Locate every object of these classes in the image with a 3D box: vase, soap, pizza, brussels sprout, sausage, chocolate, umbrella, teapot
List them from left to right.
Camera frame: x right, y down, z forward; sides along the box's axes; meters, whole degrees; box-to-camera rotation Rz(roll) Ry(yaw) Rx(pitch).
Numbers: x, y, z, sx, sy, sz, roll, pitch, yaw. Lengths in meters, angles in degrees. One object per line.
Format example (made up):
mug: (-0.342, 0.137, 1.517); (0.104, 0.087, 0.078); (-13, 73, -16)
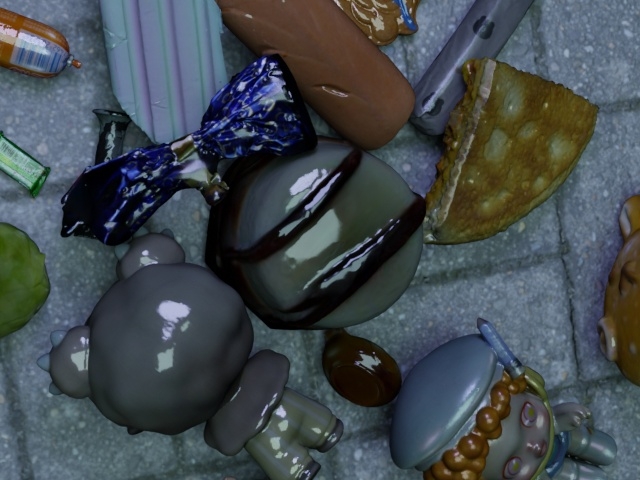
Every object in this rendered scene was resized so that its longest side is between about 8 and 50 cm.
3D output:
brussels sprout: (-0.407, 0.052, 1.286); (0.149, 0.122, 0.151); (3, 91, -12)
sausage: (-0.409, -0.256, 1.299); (0.234, 0.071, 0.071); (19, 87, -14)
vase: (-0.275, -0.083, 1.348); (0.059, 0.059, 0.167); (8, 90, -15)
soap: (-0.195, -0.238, 1.311); (0.145, 0.091, 0.230); (-9, 122, -12)
chocolate: (-0.167, -0.092, 1.262); (0.343, 0.126, 0.148); (-29, 64, 0)
sausage: (-0.006, -0.245, 1.352); (0.304, 0.121, 0.121); (41, 82, -30)
chocolate: (0.000, 0.000, 1.340); (0.284, 0.186, 0.283); (-3, 102, -12)
teapot: (0.056, 0.170, 1.443); (0.129, 0.078, 0.098); (44, 125, -14)
umbrella: (0.230, -0.292, 1.469); (0.337, 0.067, 0.073); (-56, 135, -7)
pizza: (0.259, -0.100, 1.461); (0.258, 0.087, 0.268); (16, 94, -37)

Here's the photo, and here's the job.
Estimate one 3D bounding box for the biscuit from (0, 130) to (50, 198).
biscuit: (-0.387, -0.098, 1.339); (0.089, 0.016, 0.046); (37, 85, -13)

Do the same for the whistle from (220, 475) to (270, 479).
whistle: (-0.028, 0.436, 1.408); (0.346, 0.134, 0.142); (52, 43, -19)

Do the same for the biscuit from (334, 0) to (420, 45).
biscuit: (0.059, -0.346, 1.441); (0.280, 0.043, 0.183); (-38, 98, -13)

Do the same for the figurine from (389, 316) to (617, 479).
figurine: (0.248, 0.282, 1.459); (0.382, 0.205, 0.224); (40, 78, -33)

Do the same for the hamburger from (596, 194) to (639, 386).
hamburger: (0.509, 0.067, 1.473); (0.186, 0.261, 0.302); (16, 70, -11)

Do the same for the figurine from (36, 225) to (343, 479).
figurine: (-0.144, 0.172, 1.321); (0.381, 0.203, 0.248); (39, 79, -15)
